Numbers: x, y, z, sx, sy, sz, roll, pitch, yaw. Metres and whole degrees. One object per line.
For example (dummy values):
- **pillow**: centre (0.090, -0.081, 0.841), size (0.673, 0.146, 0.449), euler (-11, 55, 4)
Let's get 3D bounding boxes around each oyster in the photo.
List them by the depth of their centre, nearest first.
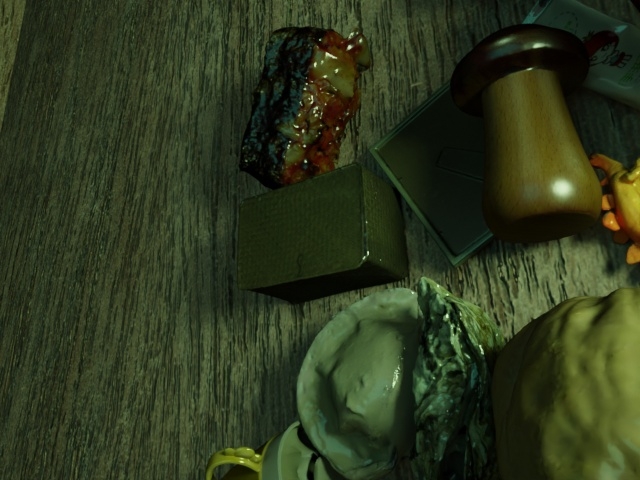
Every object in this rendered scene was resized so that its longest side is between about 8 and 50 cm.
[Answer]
- **oyster**: centre (0.185, 0.218, 0.765), size (0.158, 0.162, 0.351), euler (-10, 90, 10)

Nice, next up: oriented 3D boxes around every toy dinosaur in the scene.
- **toy dinosaur**: centre (0.437, -0.019, 0.752), size (0.117, 0.070, 0.288), euler (-55, 47, 23)

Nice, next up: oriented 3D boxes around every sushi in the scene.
- **sushi**: centre (-0.021, -0.254, 1.117), size (0.181, 0.196, 0.344), euler (18, 92, 21)

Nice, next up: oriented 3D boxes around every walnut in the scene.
- **walnut**: centre (0.335, 0.227, 0.562), size (0.381, 0.381, 0.382), euler (-13, 68, 34)

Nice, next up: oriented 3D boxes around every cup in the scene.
- **cup**: centre (-0.083, 0.394, 0.911), size (0.226, 0.241, 0.185), euler (-39, 26, 29)

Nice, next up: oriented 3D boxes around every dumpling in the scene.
- **dumpling**: centre (0.088, 0.217, 0.892), size (0.204, 0.163, 0.293), euler (-9, 60, 56)

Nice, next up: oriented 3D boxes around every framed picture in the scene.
- **framed picture**: centre (0.228, -0.126, 0.965), size (0.211, 0.020, 0.290), euler (-41, 54, 15)

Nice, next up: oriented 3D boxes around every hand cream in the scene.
- **hand cream**: centre (0.417, -0.274, 0.861), size (0.121, 0.076, 0.336), euler (-50, 46, 14)

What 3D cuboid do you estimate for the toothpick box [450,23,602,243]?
- **toothpick box**: centre (0.288, -0.154, 0.815), size (0.192, 0.192, 0.295), euler (-14, 69, 33)

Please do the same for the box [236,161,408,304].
- **box**: centre (-0.001, -0.001, 1.029), size (0.273, 0.143, 0.184), euler (-15, 66, 32)

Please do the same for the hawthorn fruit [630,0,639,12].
- **hawthorn fruit**: centre (0.552, -0.344, 0.588), size (0.402, 0.402, 0.403), euler (-13, 68, 34)
